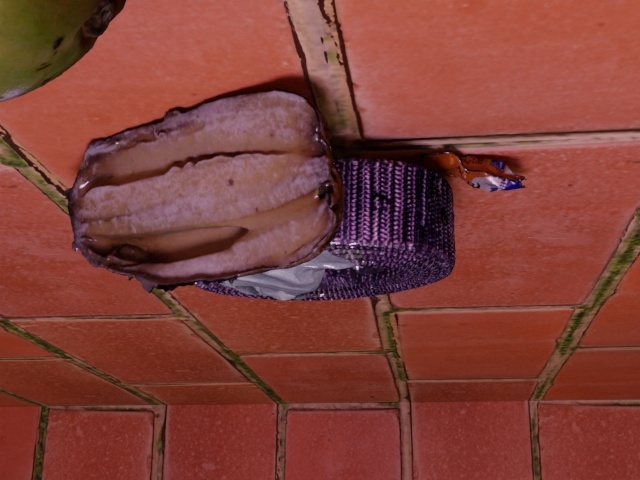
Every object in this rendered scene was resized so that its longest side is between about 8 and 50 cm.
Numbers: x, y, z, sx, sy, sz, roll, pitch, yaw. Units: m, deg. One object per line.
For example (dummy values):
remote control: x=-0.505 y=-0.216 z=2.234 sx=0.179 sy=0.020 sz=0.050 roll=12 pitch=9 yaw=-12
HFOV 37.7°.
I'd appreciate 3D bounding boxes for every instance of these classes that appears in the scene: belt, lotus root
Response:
belt: x=0.000 y=0.000 z=0.995 sx=0.260 sy=0.122 sz=0.325 roll=8 pitch=166 yaw=-30
lotus root: x=-0.106 y=-0.037 z=0.864 sx=0.329 sy=0.167 sz=0.078 roll=-4 pitch=177 yaw=36

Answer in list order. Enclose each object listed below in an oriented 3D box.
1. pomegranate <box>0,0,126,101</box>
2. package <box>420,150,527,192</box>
pomegranate: x=-0.191 y=-0.170 z=0.458 sx=0.209 sy=0.180 sz=0.180 roll=38 pitch=150 yaw=-12
package: x=0.153 y=-0.069 z=0.940 sx=0.110 sy=0.033 sz=0.077 roll=14 pitch=-174 yaw=13
